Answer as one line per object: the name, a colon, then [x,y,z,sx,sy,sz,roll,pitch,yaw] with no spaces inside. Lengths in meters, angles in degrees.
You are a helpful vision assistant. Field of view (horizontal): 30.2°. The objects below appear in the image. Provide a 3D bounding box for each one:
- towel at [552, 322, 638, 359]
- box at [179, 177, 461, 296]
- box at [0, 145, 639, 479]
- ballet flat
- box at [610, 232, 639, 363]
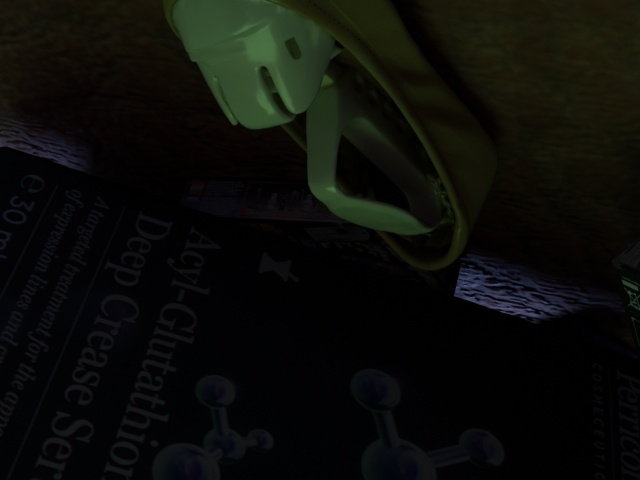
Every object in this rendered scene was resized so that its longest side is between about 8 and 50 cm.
towel: [0.183,0.090,0.757,0.119,0.029,0.067,27,155,-26]
box: [0.000,0.000,0.666,0.137,0.027,0.094,3,153,27]
box: [-0.041,0.172,0.602,0.395,0.293,0.212,19,132,-6]
ballet flat: [0.003,-0.060,0.467,0.080,0.073,0.232,-6,149,40]
box: [0.272,0.124,0.455,0.307,0.076,0.242,27,149,51]
